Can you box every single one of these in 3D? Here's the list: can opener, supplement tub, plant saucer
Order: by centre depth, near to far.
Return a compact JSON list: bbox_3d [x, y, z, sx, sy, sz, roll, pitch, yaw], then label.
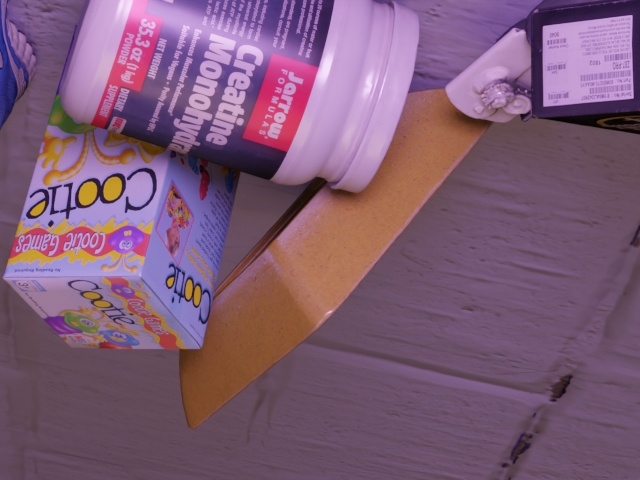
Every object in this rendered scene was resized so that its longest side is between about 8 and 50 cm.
[{"bbox_3d":[0.208,-0.187,1.640,0.074,0.093,0.280,24,141,-26],"label":"can opener"},{"bbox_3d":[-0.071,-0.158,1.668,0.272,0.191,0.191,17,152,-10],"label":"supplement tub"},{"bbox_3d":[0.000,0.000,1.856,0.081,0.333,0.333,43,147,-4],"label":"plant saucer"}]

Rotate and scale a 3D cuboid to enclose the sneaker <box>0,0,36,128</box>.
[{"bbox_3d":[-0.345,-0.180,1.780,0.129,0.147,0.330,5,151,12],"label":"sneaker"}]

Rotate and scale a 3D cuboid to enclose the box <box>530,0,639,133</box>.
[{"bbox_3d":[0.401,-0.130,1.426,0.395,0.097,0.318,-3,177,43],"label":"box"}]

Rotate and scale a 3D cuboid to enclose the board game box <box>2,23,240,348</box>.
[{"bbox_3d":[-0.171,-0.053,1.814,0.142,0.275,0.144,-1,150,22],"label":"board game box"}]
